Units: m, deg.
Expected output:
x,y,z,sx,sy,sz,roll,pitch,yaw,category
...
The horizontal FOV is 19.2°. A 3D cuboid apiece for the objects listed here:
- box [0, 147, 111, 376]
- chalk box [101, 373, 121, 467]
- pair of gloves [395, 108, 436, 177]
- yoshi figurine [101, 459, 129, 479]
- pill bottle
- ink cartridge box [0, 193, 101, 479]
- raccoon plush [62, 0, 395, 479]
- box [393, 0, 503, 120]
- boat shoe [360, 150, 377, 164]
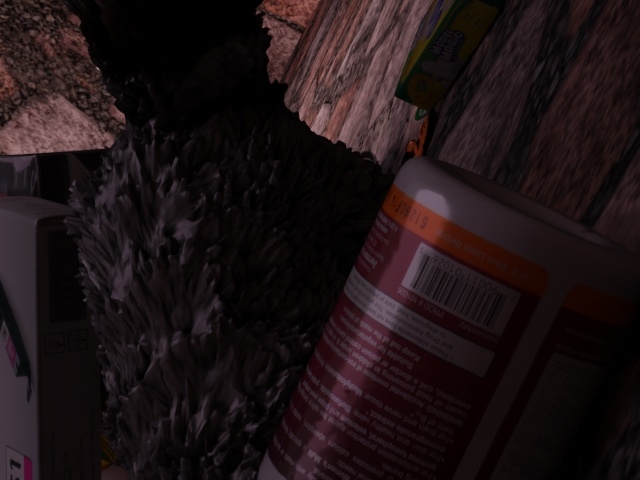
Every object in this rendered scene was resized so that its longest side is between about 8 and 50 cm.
x,y,z,sx,sy,sz,roll,pitch,yaw,category
-0.158,0.034,1.721,0.076,0.307,0.243,1,95,41,box
-0.069,0.093,1.516,0.289,0.179,0.180,128,165,-67,chalk box
0.081,-0.076,1.684,0.083,0.010,0.074,120,172,-49,pair of gloves
-0.231,0.195,2.107,0.203,0.203,0.362,-51,-1,-20,yoshi figurine
0.046,0.085,0.834,0.121,0.121,0.221,-102,37,-80,pill bottle
-0.249,0.101,1.527,0.239,0.060,0.275,12,104,56,ink cartridge box
-0.091,0.046,1.016,0.216,0.446,0.299,-25,27,25,raccoon plush
0.118,-0.192,1.675,0.179,0.043,0.105,120,172,-53,box
0.041,-0.065,1.884,0.100,0.035,0.035,-63,-3,-69,boat shoe
